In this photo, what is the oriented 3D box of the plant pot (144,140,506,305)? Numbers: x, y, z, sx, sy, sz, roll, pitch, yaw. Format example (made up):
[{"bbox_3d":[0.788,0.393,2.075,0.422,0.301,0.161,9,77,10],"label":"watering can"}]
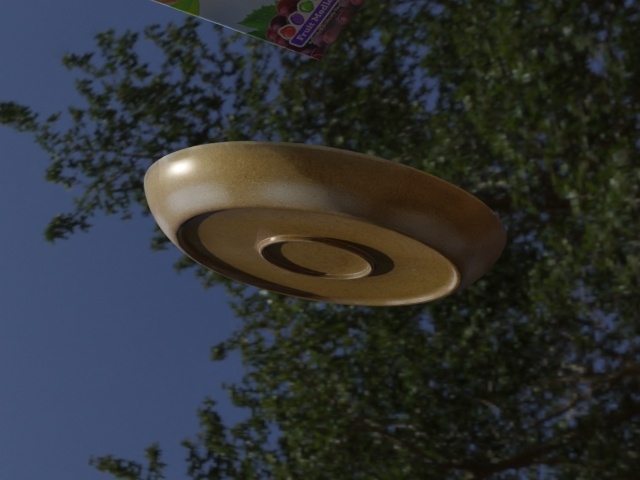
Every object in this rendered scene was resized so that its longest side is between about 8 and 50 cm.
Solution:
[{"bbox_3d":[0.000,0.000,0.709,0.236,0.236,0.032,21,-112,-31],"label":"plant pot"}]

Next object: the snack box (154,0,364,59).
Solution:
[{"bbox_3d":[-0.006,-0.145,0.432,0.100,0.141,0.037,14,-139,-33],"label":"snack box"}]
